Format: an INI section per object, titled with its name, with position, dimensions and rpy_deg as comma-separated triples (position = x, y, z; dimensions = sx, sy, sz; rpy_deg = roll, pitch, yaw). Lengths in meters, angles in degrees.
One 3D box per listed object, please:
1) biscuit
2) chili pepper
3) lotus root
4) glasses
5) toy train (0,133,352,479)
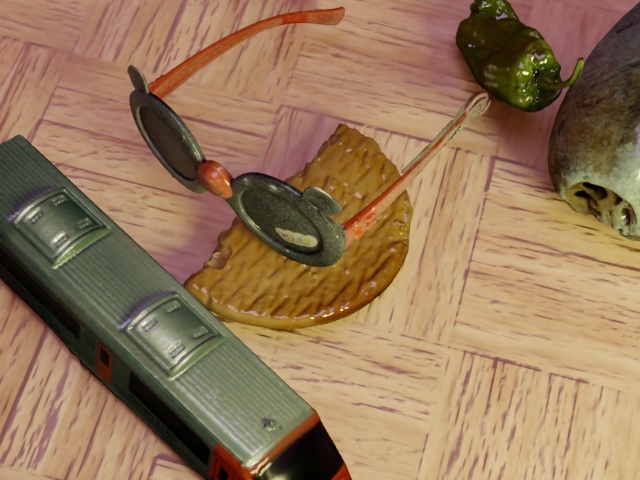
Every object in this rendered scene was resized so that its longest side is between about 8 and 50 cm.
[biscuit]
position = 0.000, 0.001, 1.235
dimensions = 0.144, 0.033, 0.224
rpy_deg = 31, 59, 16
[chili pepper]
position = 0.174, -0.155, 1.297
dimensions = 0.072, 0.073, 0.204
rpy_deg = -23, 32, 0
[lotus root]
position = 0.311, -0.138, 1.283
dimensions = 0.158, 0.140, 0.322
rpy_deg = 25, 57, 12
[glasses]
position = -0.005, -0.120, 1.231
dimensions = 0.234, 0.118, 0.268
rpy_deg = 33, 59, 23
[toy train]
position = -0.138, 0.073, 1.152
dimensions = 0.409, 0.089, 0.086
rpy_deg = 41, 59, 20
